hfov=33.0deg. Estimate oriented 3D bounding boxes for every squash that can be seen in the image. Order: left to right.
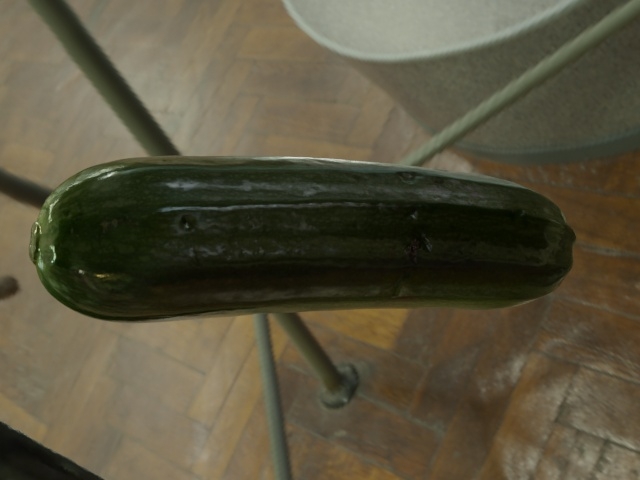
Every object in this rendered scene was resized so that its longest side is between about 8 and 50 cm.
[{"bbox_3d":[0.000,0.000,0.435,0.066,0.229,0.066,-179,90,-65],"label":"squash"}]

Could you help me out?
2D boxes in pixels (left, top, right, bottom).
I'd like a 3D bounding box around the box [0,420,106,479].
[{"bbox_3d":[-0.242,0.248,0.743,0.396,0.396,0.111,-25,37,39],"label":"box"}]
